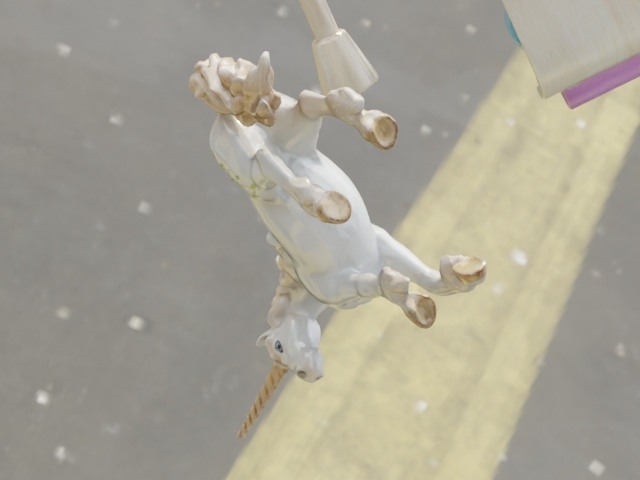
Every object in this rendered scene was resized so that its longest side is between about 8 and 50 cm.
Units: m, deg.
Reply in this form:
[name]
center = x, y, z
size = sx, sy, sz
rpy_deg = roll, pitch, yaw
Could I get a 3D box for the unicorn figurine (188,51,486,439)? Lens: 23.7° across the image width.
[unicorn figurine]
center = 0.000, 0.000, 0.537
size = 0.060, 0.162, 0.111
rpy_deg = -30, 24, -29

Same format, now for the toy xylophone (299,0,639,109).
[toy xylophone]
center = 0.072, -0.202, 0.708
size = 0.236, 0.322, 0.081
rpy_deg = -18, 19, 5
